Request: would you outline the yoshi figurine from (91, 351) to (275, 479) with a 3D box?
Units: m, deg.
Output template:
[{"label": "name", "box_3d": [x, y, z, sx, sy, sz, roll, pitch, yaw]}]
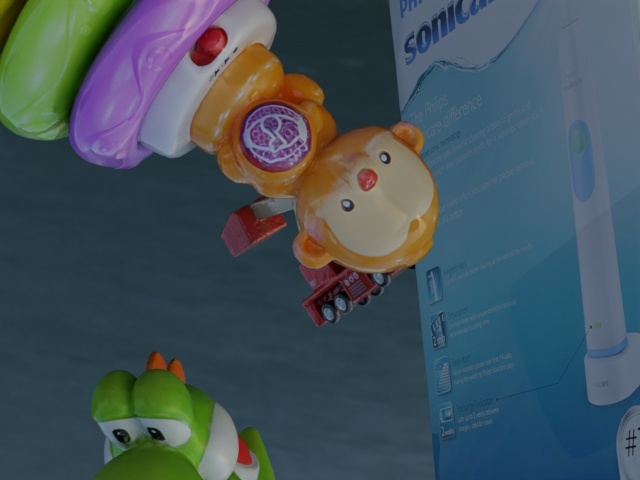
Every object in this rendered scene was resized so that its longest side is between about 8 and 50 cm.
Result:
[{"label": "yoshi figurine", "box_3d": [-0.119, 0.260, 1.459, 0.203, 0.203, 0.362, -33, 139, -5]}]

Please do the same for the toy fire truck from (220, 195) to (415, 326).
[{"label": "toy fire truck", "box_3d": [0.000, 0.000, 1.429, 0.047, 0.135, 0.192, -29, 173, -37]}]

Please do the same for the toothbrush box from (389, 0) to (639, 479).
[{"label": "toothbrush box", "box_3d": [0.139, -0.012, 0.741, 0.126, 0.296, 0.216, -1, 167, -23]}]

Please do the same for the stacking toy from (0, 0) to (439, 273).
[{"label": "stacking toy", "box_3d": [-0.081, -0.087, 0.608, 0.302, 0.175, 0.166, 38, 162, 7]}]
